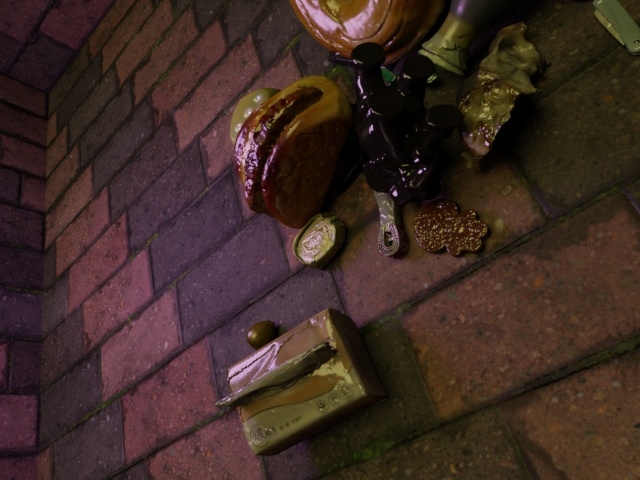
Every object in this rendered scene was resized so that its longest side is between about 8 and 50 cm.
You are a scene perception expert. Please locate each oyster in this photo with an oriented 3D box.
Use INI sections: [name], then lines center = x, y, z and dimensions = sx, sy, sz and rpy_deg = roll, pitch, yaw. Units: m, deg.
[oyster]
center = 0.367, -0.313, 0.997
dimensions = 0.336, 0.133, 0.198
rpy_deg = -62, 13, -19

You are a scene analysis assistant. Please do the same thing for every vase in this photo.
[vase]
center = 0.337, -0.519, 1.028
dimensions = 0.173, 0.173, 0.321
rpy_deg = 54, 125, 38

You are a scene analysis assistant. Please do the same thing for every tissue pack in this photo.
[tissue pack]
center = -0.055, 0.309, 1.065
dimensions = 0.306, 0.239, 0.238
rpy_deg = -33, 55, 17

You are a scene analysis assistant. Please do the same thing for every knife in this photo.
[knife]
center = 0.572, -0.415, 0.937
dimensions = 0.044, 0.023, 0.162
rpy_deg = -30, 57, 28

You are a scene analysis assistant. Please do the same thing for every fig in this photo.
[fig]
center = -0.155, 0.251, 1.309
dimensions = 0.088, 0.074, 0.074
rpy_deg = -51, 47, -6

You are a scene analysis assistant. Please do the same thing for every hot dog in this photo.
[hot dog]
center = -0.087, -0.208, 1.215
dimensions = 0.185, 0.223, 0.405
rpy_deg = 56, 140, 37

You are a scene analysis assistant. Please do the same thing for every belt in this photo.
[belt]
center = 0.165, -0.070, 1.153
dimensions = 0.071, 0.053, 0.231
rpy_deg = -15, 67, 38

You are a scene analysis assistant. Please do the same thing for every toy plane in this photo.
[toy plane]
center = 0.125, -0.311, 1.245
dimensions = 0.381, 0.106, 0.155
rpy_deg = -48, 56, 17

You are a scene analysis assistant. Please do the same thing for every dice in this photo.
[dice]
center = -0.150, -0.330, 1.437
dimensions = 0.170, 0.169, 0.166
rpy_deg = -13, 68, 38

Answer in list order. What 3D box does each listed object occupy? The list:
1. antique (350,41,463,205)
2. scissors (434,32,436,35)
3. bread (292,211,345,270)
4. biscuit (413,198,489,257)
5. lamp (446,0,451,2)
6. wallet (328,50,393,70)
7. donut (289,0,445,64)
[antique]
center = 0.176, -0.234, 1.044
dimensions = 0.185, 0.255, 0.322
rpy_deg = -15, 60, -6
[scissors]
center = 0.292, -0.487, 1.217
dimensions = 0.036, 0.006, 0.083
rpy_deg = -19, 63, 33
[bread]
center = 0.000, 0.000, 1.264
dimensions = 0.156, 0.064, 0.117
rpy_deg = -46, 55, 18
[biscuit]
center = 0.278, -0.023, 1.055
dimensions = 0.175, 0.026, 0.124
rpy_deg = 25, 93, 43
[lamp]
center = 0.342, -0.650, 1.141
dimensions = 0.182, 0.140, 0.181
rpy_deg = -14, 69, 41
[wallet]
center = 0.131, -0.562, 1.360
dimensions = 0.245, 0.052, 0.168
rpy_deg = 29, 99, 41
[donut]
center = 0.096, -0.638, 1.153
dimensions = 0.449, 0.198, 0.448
rpy_deg = 25, 135, 27
